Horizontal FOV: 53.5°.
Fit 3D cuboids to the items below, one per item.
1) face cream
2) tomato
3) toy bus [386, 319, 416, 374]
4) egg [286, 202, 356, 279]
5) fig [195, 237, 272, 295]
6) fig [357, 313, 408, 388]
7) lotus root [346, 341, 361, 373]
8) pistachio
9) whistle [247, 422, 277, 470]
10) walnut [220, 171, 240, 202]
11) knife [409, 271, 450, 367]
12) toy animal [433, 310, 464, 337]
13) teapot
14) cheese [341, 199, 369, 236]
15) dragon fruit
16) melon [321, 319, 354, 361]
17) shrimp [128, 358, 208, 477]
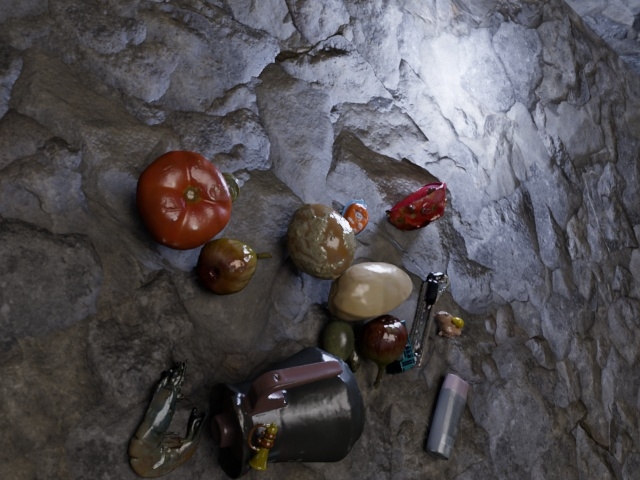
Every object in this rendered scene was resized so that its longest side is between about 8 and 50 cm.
[{"bbox_3d":[0.425,0.586,2.113,0.107,0.073,0.269,39,59,-28],"label":"face cream"},{"bbox_3d":[-0.361,-0.100,1.641,0.260,0.180,0.259,9,73,-32],"label":"tomato"},{"bbox_3d":[0.245,0.342,2.039,0.092,0.079,0.160,-8,82,-39],"label":"toy bus"},{"bbox_3d":[0.000,0.000,1.868,0.203,0.203,0.245,-7,59,-37],"label":"egg"},{"bbox_3d":[-0.219,0.059,1.749,0.257,0.159,0.159,-13,86,-55],"label":"fig"},{"bbox_3d":[0.174,0.329,1.940,0.143,0.230,0.160,37,37,19],"label":"fig"},{"bbox_3d":[0.100,0.357,1.945,0.049,0.054,0.099,-5,80,-16],"label":"lotus root"},{"bbox_3d":[0.150,0.160,1.939,0.299,0.187,0.187,-8,83,-37],"label":"pistachio"},{"bbox_3d":[-0.135,0.463,1.453,0.046,0.057,0.109,-4,111,-72],"label":"whistle"},{"bbox_3d":[-0.267,-0.148,1.787,0.092,0.092,0.092,10,73,-34],"label":"walnut"},{"bbox_3d":[0.362,0.260,2.156,0.089,0.043,0.365,17,65,9],"label":"knife"},{"bbox_3d":[0.443,0.298,2.194,0.114,0.091,0.082,34,75,-27],"label":"toy animal"},{"bbox_3d":[-0.087,0.427,1.611,0.362,0.376,0.305,-9,54,-30],"label":"teapot"},{"bbox_3d":[0.089,-0.035,2.044,0.106,0.037,0.256,45,56,-17],"label":"cheese"},{"bbox_3d":[0.363,-0.111,2.186,0.274,0.161,0.126,-33,96,-39],"label":"dragon fruit"},{"bbox_3d":[0.052,0.302,1.896,0.098,0.098,0.130,6,80,-35],"label":"melon"},{"bbox_3d":[-0.358,0.450,1.579,0.178,0.075,0.289,36,59,-33],"label":"shrimp"}]
